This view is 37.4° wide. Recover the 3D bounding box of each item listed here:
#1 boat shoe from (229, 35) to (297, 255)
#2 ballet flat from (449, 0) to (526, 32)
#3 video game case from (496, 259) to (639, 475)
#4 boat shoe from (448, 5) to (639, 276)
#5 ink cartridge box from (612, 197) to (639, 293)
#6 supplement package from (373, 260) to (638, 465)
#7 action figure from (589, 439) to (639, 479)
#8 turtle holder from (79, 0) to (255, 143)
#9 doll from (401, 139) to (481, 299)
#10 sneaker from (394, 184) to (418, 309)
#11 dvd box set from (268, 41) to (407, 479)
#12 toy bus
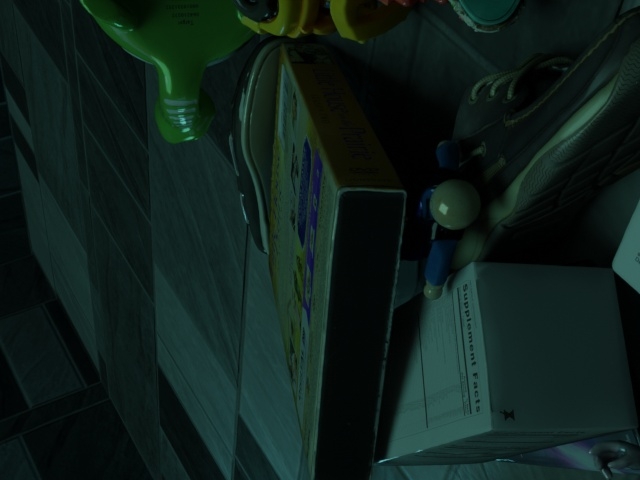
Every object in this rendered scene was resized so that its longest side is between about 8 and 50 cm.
[{"bbox_3d":[-0.072,-0.118,1.218,0.095,0.112,0.335,41,146,39],"label":"boat shoe"},{"bbox_3d":[0.118,-0.287,0.775,0.077,0.091,0.240,-51,-53,-84],"label":"ballet flat"},{"bbox_3d":[0.207,0.131,0.944,0.274,0.026,0.196,-22,88,64],"label":"video game case"},{"bbox_3d":[0.163,-0.080,0.755,0.130,0.132,0.355,64,154,17],"label":"boat shoe"},{"bbox_3d":[0.308,-0.039,0.504,0.211,0.122,0.289,51,148,35],"label":"ink cartridge box"},{"bbox_3d":[0.143,0.118,0.836,0.244,0.134,0.139,138,132,-63],"label":"supplement package"},{"bbox_3d":[0.304,0.260,0.654,0.276,0.248,0.370,26,112,11],"label":"action figure"},{"bbox_3d":[-0.151,-0.302,1.119,0.320,0.243,0.227,61,177,-8],"label":"turtle holder"},{"bbox_3d":[0.090,-0.016,0.764,0.189,0.046,0.129,146,129,-79],"label":"doll"},{"bbox_3d":[0.058,0.002,1.099,0.121,0.079,0.216,57,145,36],"label":"sneaker"},{"bbox_3d":[0.000,0.000,0.975,0.420,0.062,0.307,-108,20,-62],"label":"dvd box set"},{"bbox_3d":[0.033,-0.265,0.894,0.211,0.149,0.220,40,147,20],"label":"toy bus"}]
